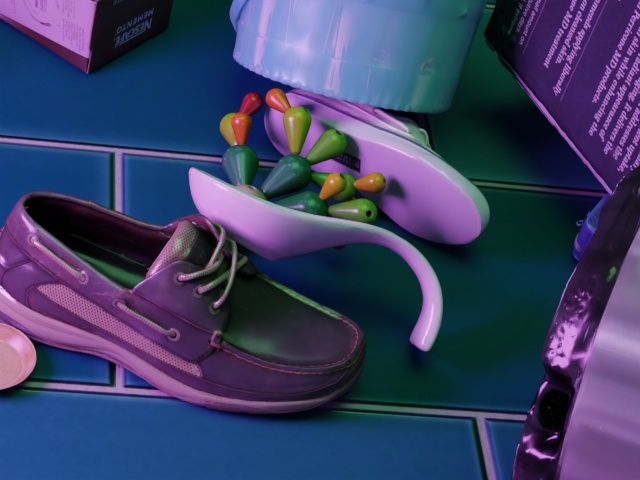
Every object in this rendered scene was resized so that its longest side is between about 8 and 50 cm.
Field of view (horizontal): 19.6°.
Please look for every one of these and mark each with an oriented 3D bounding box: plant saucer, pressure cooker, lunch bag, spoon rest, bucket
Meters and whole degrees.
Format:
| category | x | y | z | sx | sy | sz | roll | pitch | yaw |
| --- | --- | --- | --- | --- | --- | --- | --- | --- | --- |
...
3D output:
| category | x | y | z | sx | sy | sz | roll | pitch | yaw |
| --- | --- | --- | --- | --- | --- | --- | --- | --- | --- |
| plant saucer | -0.293 | 0.106 | 1.639 | 0.083 | 0.015 | 0.083 | 8 | 41 | -7 |
| pressure cooker | 0.401 | 0.158 | 1.488 | 0.420 | 0.375 | 0.370 | 18 | 5 | 21 |
| lunch bag | 0.304 | 0.003 | 1.886 | 0.098 | 0.065 | 0.067 | 35 | 55 | 15 |
| spoon rest | 0.000 | 0.000 | 1.722 | 0.276 | 0.084 | 0.137 | 31 | 0 | -10 |
| bucket | 0.042 | -0.253 | 1.944 | 0.281 | 0.183 | 0.281 | 14 | 14 | -3 |

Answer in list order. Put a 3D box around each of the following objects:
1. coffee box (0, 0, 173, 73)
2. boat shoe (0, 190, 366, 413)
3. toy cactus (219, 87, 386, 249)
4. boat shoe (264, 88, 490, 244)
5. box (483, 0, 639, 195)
| category | x | y | z | sx | sy | sz | roll | pitch | yaw |
| --- | --- | --- | --- | --- | --- | --- | --- | --- | --- |
| coffee box | -0.297 | -0.301 | 2.028 | 0.246 | 0.098 | 0.141 | 33 | 44 | 21 |
| boat shoe | -0.128 | 0.051 | 1.658 | 0.355 | 0.130 | 0.132 | 15 | 41 | 0 |
| toy cactus | -0.048 | -0.050 | 1.839 | 0.180 | 0.112 | 0.219 | -38 | 64 | -21 |
| boat shoe | 0.070 | -0.087 | 1.903 | 0.267 | 0.096 | 0.088 | 26 | 44 | 27 |
| box | 0.512 | -0.191 | 1.895 | 0.480 | 0.297 | 0.471 | -13 | 53 | -30 |
